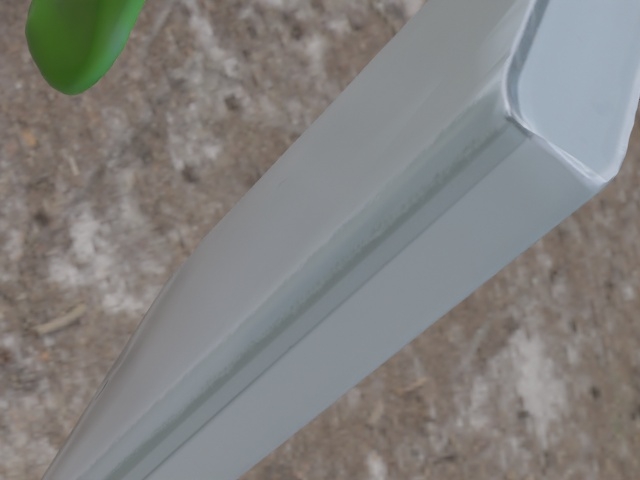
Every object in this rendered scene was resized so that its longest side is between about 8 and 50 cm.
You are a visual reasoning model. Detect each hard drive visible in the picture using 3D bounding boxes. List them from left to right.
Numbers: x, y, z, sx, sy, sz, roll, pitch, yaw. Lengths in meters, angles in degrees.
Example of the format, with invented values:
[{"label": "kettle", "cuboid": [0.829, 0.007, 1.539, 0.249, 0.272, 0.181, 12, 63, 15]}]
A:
[{"label": "hard drive", "cuboid": [0.000, 0.000, 0.488, 0.040, 0.307, 0.203, 38, 41, -9]}]

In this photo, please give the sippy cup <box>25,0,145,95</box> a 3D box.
[{"label": "sippy cup", "cuboid": [-0.212, -0.094, 0.403, 0.305, 0.224, 0.240, 27, 36, -13]}]
